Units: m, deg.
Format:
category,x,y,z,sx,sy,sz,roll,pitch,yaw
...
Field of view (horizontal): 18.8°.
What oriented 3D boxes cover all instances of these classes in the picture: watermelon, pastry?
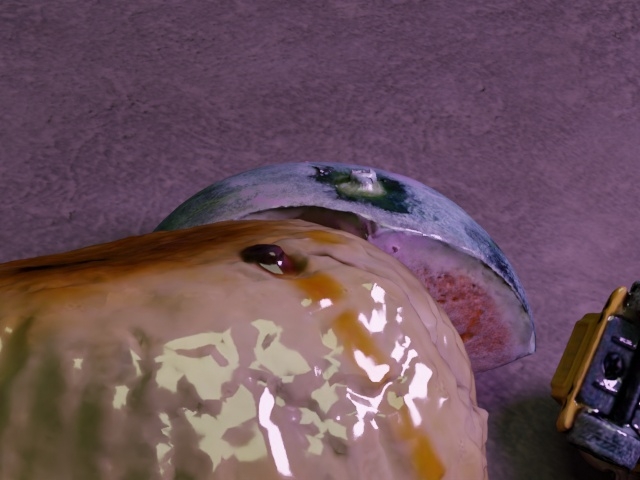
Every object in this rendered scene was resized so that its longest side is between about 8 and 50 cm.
category,x,y,z,sx,sy,sz,roll,pitch,yaw
watermelon,0.001,-0.005,1.469,0.322,0.175,0.188,5,39,-13
pastry,-0.085,0.155,1.116,0.388,0.313,0.388,-6,9,1

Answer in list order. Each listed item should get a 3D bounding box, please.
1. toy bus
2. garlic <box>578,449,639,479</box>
category,x,y,z,sx,sy,sz,roll,pitch,yaw
toy bus,0.308,0.144,1.326,0.335,0.121,0.123,26,-7,-15
garlic,0.232,0.138,1.417,0.131,0.127,0.194,24,55,6
